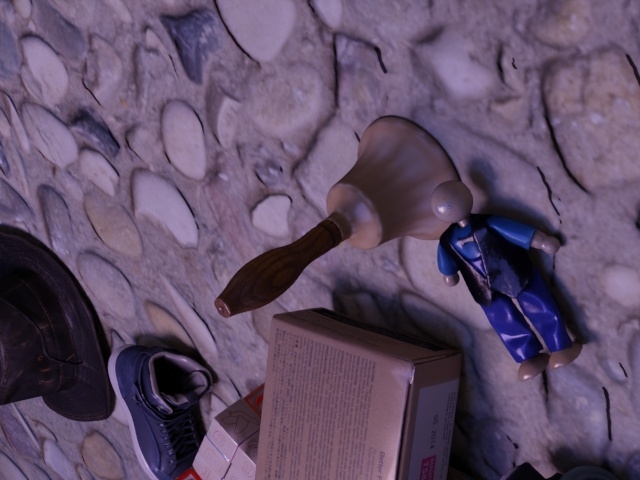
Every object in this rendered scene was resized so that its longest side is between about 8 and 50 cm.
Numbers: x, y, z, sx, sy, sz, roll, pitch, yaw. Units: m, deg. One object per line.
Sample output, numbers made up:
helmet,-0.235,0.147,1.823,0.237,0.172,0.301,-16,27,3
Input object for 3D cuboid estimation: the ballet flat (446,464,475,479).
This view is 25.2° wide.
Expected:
ballet flat,0.110,0.257,1.491,0.206,0.067,0.073,37,142,26

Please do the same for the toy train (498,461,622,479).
toy train,0.256,0.351,1.272,0.334,0.190,0.142,44,146,18

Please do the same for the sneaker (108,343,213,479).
sneaker,-0.182,0.236,1.828,0.163,0.086,0.226,-11,108,58

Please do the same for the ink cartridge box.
ink cartridge box,0.033,0.203,1.443,0.193,0.088,0.235,16,105,40

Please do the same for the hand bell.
hand bell,0.000,0.000,1.253,0.126,0.242,0.126,33,141,31

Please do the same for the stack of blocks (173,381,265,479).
stack of blocks,-0.097,0.284,1.685,0.087,0.171,0.297,46,145,15

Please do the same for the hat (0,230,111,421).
hat,-0.434,0.153,2.039,0.331,0.134,0.331,31,139,32

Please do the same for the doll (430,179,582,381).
doll,0.158,0.027,1.249,0.129,0.046,0.189,-28,98,44
